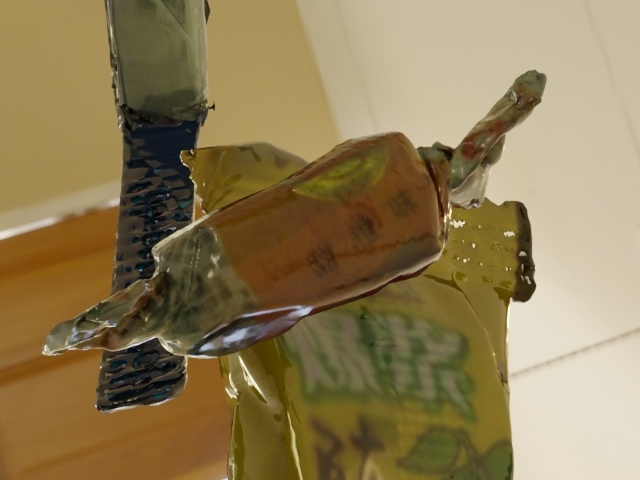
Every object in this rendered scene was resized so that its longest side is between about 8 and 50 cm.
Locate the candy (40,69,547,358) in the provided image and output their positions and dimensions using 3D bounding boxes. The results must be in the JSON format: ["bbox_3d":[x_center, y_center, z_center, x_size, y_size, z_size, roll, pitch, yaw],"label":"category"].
[{"bbox_3d":[0.000,0.000,0.434,0.046,0.182,0.053,63,-28,-1],"label":"candy"}]

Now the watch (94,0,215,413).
[{"bbox_3d":[-0.092,-0.072,0.803,0.274,0.068,0.276,-113,-162,-82],"label":"watch"}]

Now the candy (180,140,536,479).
[{"bbox_3d":[0.018,0.113,0.544,0.081,0.187,0.297,-14,-110,44],"label":"candy"}]
